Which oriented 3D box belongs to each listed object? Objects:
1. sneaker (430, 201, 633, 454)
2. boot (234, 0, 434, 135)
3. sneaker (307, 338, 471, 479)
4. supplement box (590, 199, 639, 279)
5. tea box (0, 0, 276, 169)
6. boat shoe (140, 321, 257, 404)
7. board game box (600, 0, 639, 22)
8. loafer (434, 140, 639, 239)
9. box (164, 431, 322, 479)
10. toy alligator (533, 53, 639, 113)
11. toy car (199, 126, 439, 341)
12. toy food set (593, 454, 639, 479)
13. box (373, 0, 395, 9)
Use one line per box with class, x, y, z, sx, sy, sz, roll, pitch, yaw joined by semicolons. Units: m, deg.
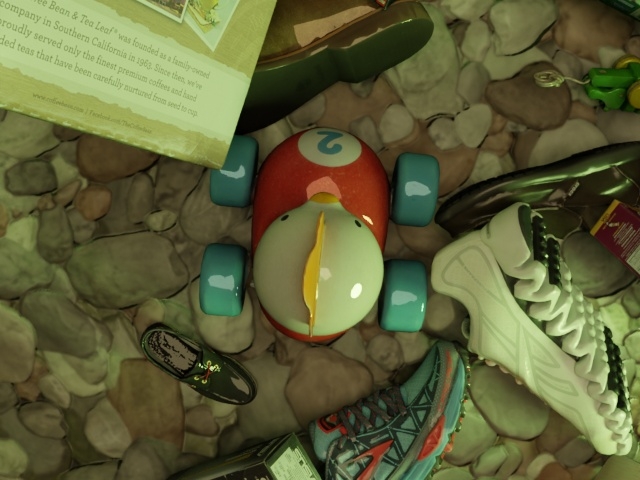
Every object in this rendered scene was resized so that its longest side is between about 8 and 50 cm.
sneaker;0.214;0.099;0.838;0.118;0.110;0.292;-25;111;26
boot;-0.053;-0.188;0.832;0.306;0.112;0.115;-23;75;-3
sneaker;0.051;0.201;0.847;0.125;0.104;0.261;30;93;-1
supplement box;0.307;0.005;0.811;0.055;0.083;0.043;17;116;-35
tea box;-0.252;-0.220;0.648;0.324;0.329;0.219;20;94;29
boat shoe;-0.124;0.130;0.870;0.133;0.042;0.048;33;91;-4
board game box;0.240;-0.360;0.791;0.317;0.046;0.213;28;94;-1
loafer;0.223;-0.036;0.842;0.220;0.080;0.078;-16;94;0
box;-0.045;0.315;0.832;0.183;0.056;0.231;-27;95;34
toy alligator;0.303;-0.149;0.853;0.190;0.056;0.051;-4;134;-1
toy car;0.000;0.000;0.764;0.219;0.238;0.210;6;94;-2
toy food set;0.368;0.399;0.882;0.306;0.092;0.219;37;81;-4
box;0.066;-0.283;0.807;0.094;0.027;0.137;39;58;10
